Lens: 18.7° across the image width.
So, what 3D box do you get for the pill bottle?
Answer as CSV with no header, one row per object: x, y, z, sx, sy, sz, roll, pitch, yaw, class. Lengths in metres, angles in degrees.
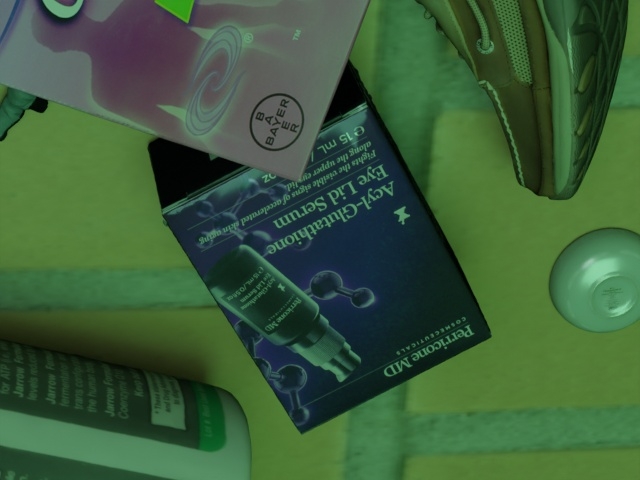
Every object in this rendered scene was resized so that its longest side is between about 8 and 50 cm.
-0.244,0.161,1.291,0.361,0.204,0.204,14,115,-17,pill bottle

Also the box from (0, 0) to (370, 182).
-0.095,-0.177,1.121,0.243,0.117,0.214,18,97,-29,box

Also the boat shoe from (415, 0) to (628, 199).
0.125,-0.167,1.245,0.116,0.123,0.324,9,132,23,boat shoe

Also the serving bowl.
0.209,0.034,1.406,0.083,0.027,0.083,-5,120,-8,serving bowl

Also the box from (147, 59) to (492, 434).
0.000,0.000,1.303,0.153,0.108,0.207,-29,119,5,box

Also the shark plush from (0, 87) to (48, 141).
-0.182,-0.136,1.245,0.067,0.073,0.161,25,133,-1,shark plush
